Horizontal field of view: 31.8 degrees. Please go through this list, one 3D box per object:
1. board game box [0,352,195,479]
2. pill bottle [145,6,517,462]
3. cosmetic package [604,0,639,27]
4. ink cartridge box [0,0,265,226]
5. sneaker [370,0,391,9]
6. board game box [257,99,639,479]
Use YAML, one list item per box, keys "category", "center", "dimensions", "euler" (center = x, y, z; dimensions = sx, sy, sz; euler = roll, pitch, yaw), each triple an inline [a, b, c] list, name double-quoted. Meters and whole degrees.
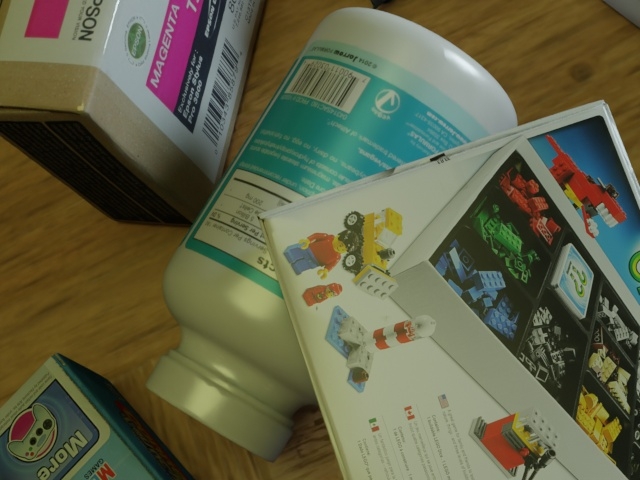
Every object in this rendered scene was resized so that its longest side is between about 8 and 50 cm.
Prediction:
- category: "board game box"
  center: [-0.164, 0.283, 0.676]
  dimensions: [0.308, 0.086, 0.302]
  euler: [-46, 64, -2]
- category: "pill bottle"
  center: [0.000, 0.000, 0.697]
  dimensions: [0.146, 0.146, 0.264]
  euler: [28, 81, 25]
- category: "cosmetic package"
  center: [0.260, -0.166, 0.723]
  dimensions: [0.099, 0.060, 0.239]
  euler: [-44, 64, -1]
- category: "ink cartridge box"
  center: [-0.122, -0.150, 0.766]
  dimensions: [0.088, 0.193, 0.235]
  euler: [6, 73, 20]
- category: "sneaker"
  center: [0.059, -0.189, 0.811]
  dimensions: [0.098, 0.038, 0.069]
  euler: [21, 80, 32]
- category: "board game box"
  center: [0.106, 0.101, 0.574]
  dimensions: [0.193, 0.053, 0.305]
  euler: [-18, 80, -1]
